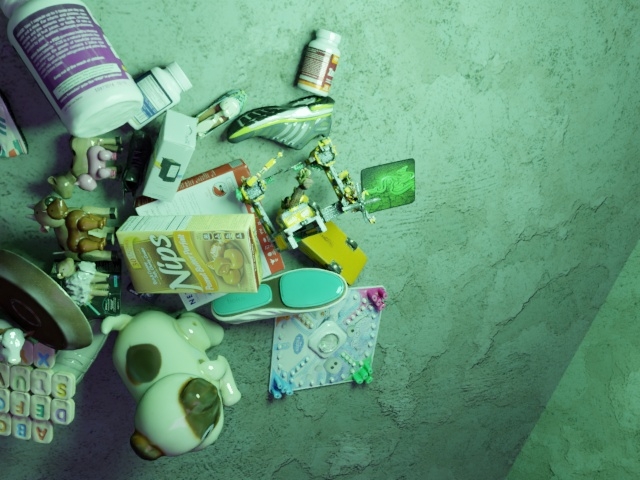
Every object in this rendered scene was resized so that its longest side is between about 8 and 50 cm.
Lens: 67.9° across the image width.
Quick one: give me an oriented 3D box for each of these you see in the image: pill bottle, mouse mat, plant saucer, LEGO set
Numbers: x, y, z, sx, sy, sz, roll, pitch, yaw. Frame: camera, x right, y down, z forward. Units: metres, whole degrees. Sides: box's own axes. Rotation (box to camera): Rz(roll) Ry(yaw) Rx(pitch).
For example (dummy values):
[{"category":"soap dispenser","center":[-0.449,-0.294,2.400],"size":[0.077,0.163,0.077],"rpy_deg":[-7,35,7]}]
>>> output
[{"category":"pill bottle","center":[0.000,-0.457,1.223],"size":[0.086,0.086,0.152],"rpy_deg":[10,109,-26]},{"category":"pill bottle","center":[-0.389,-0.342,1.108],"size":[0.169,0.094,0.094],"rpy_deg":[-36,121,-5]},{"category":"mouse mat","center":[0.214,-0.170,1.489],"size":[0.189,0.007,0.153],"rpy_deg":[-15,117,-17]},{"category":"pill bottle","center":[-0.508,-0.377,0.960],"size":[0.169,0.169,0.302],"rpy_deg":[-31,97,-7]},{"category":"plant saucer","center":[-0.673,0.156,1.112],"size":[0.050,0.310,0.311],"rpy_deg":[-55,132,-42]},{"category":"LEGO set","center":[-0.031,-0.116,1.181],"size":[0.331,0.192,0.255],"rpy_deg":[-21,92,-19]}]

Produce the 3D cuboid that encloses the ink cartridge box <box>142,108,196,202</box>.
[{"category":"ink cartridge box","center":[-0.359,-0.201,1.129],"size":[0.072,0.127,0.175],"rpy_deg":[15,130,-26]}]

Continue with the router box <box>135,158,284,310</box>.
[{"category":"router box","center":[-0.291,-0.013,1.303],"size":[0.301,0.082,0.336],"rpy_deg":[-24,120,-11]}]

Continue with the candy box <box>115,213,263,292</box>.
[{"category":"candy box","center":[-0.311,0.035,1.164],"size":[0.316,0.088,0.183],"rpy_deg":[-1,121,5]}]

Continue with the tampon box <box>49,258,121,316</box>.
[{"category":"tampon box","center":[-0.599,0.121,1.223],"size":[0.160,0.101,0.121],"rpy_deg":[1,112,-23]}]

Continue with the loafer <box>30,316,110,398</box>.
[{"category":"loafer","center":[-0.670,0.330,1.281],"size":[0.112,0.111,0.319],"rpy_deg":[32,98,-31]}]

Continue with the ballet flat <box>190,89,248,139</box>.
[{"category":"ballet flat","center":[-0.257,-0.312,1.194],"size":[0.188,0.070,0.070],"rpy_deg":[-37,121,-4]}]

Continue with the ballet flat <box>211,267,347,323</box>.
[{"category":"ballet flat","center":[-0.117,0.173,1.404],"size":[0.400,0.139,0.139],"rpy_deg":[-10,118,2]}]

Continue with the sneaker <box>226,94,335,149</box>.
[{"category":"sneaker","center":[-0.097,-0.290,1.249],"size":[0.299,0.111,0.121],"rpy_deg":[-16,122,-13]}]

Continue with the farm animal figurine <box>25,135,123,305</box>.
[{"category":"farm animal figurine","center":[-0.557,-0.065,1.083],"size":[0.172,0.330,0.327],"rpy_deg":[3,135,-15]}]

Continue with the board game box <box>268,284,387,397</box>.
[{"category":"board game box","center":[0.029,0.347,1.618],"size":[0.389,0.050,0.390],"rpy_deg":[-2,113,-22]}]

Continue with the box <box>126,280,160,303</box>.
[{"category":"box","center":[-0.483,0.129,1.324],"size":[0.083,0.018,0.067],"rpy_deg":[37,95,-31]}]

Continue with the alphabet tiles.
[{"category":"alphabet tiles","center":[-0.773,0.388,1.229],"size":[0.284,0.021,0.278],"rpy_deg":[9,100,4]}]

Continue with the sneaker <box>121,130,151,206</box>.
[{"category":"sneaker","center":[-0.445,-0.171,1.144],"size":[0.051,0.089,0.170],"rpy_deg":[13,132,-23]}]

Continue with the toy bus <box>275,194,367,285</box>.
[{"category":"toy bus","center":[0.000,0.000,1.394],"size":[0.332,0.130,0.108],"rpy_deg":[42,75,-31]}]

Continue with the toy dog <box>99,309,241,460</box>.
[{"category":"toy dog","center":[-0.374,0.363,1.231],"size":[0.284,0.408,0.395],"rpy_deg":[-35,128,-7]}]

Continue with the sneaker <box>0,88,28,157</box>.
[{"category":"sneaker","center":[-0.705,-0.256,1.035],"size":[0.075,0.057,0.161],"rpy_deg":[-21,122,-19]}]

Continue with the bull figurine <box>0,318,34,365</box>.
[{"category":"bull figurine","center":[-0.829,0.232,1.121],"size":[0.310,0.101,0.188],"rpy_deg":[28,103,6]}]
